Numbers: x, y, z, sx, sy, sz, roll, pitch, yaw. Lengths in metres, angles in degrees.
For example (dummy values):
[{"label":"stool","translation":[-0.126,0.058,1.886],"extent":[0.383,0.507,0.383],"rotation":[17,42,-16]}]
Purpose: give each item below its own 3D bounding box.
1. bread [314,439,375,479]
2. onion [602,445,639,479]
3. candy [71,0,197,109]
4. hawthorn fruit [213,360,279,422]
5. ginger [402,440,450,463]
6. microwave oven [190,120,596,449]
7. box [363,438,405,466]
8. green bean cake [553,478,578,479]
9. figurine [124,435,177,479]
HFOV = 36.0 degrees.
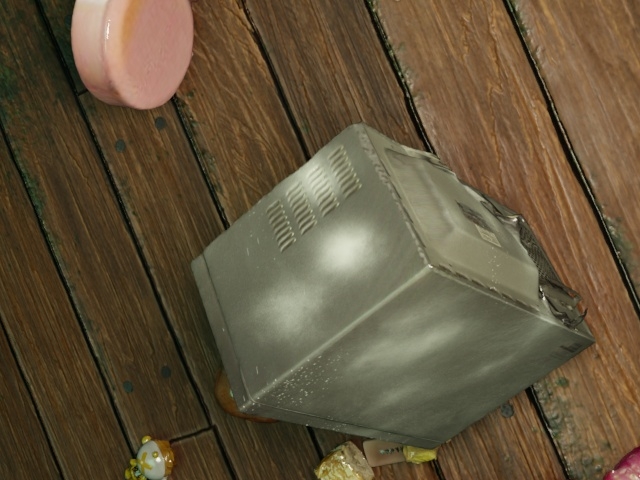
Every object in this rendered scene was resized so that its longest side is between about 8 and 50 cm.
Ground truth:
[{"label":"bread","translation":[0.043,0.385,1.648],"extent":[0.070,0.077,0.083],"rotation":[-39,80,16]},{"label":"onion","translation":[0.500,0.388,1.357],"extent":[0.230,0.163,0.230],"rotation":[-17,51,22]},{"label":"candy","translation":[-0.297,-0.340,1.608],"extent":[0.094,0.255,0.255],"rotation":[10,103,24]},{"label":"hawthorn fruit","translation":[-0.099,0.251,1.655],"extent":[0.189,0.149,0.149],"rotation":[46,116,18]},{"label":"ginger","translation":[0.185,0.251,1.544],"extent":[0.115,0.081,0.205],"rotation":[0,92,13]},{"label":"microwave oven","translation":[0.111,0.079,1.311],"extent":[0.374,0.432,0.236],"rotation":[-38,54,23]},{"label":"box","translation":[0.126,0.341,1.621],"extent":[0.115,0.025,0.048],"rotation":[-17,92,28]},{"label":"green bean cake","translation":[0.398,0.466,1.443],"extent":[0.097,0.198,0.232],"rotation":[-43,63,18]},{"label":"figurine","translation":[-0.326,0.420,1.853],"extent":[0.143,0.068,0.101],"rotation":[-11,86,45]}]
